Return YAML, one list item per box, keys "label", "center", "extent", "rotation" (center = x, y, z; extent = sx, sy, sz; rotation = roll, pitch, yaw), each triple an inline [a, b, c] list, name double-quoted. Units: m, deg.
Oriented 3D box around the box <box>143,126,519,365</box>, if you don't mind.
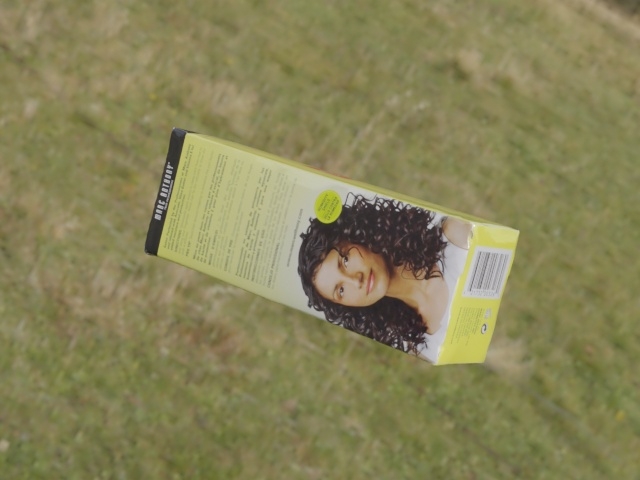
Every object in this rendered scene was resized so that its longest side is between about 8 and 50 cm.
- label: "box"
  center: [0.000, 0.000, 0.873]
  extent: [0.232, 0.087, 0.058]
  rotation: [18, 7, 36]
